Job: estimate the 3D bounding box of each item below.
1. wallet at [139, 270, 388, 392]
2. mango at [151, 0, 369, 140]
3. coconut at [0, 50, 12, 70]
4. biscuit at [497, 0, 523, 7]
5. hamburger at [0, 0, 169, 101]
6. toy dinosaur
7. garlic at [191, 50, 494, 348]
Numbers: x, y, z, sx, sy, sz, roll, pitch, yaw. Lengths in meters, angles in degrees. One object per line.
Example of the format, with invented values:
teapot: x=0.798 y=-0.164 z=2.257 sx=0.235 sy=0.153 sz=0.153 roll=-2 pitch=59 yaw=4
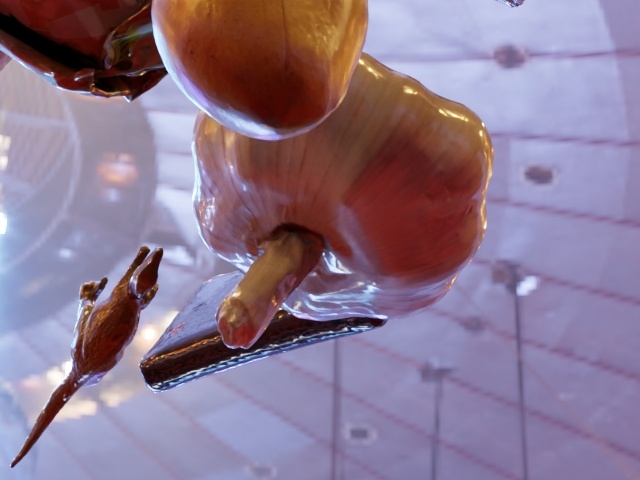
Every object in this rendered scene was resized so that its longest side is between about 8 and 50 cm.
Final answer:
wallet: x=-0.021 y=0.045 z=1.283 sx=0.250 sy=0.149 sz=0.044 roll=-21 pitch=-69 yaw=34
mango: x=-0.015 y=-0.058 z=0.435 sx=0.060 sy=0.089 sz=0.046 roll=5 pitch=-51 yaw=-15
coconut: x=-0.253 y=-0.153 z=1.177 sx=0.083 sy=0.082 sz=0.081 roll=-3 pitch=-14 yaw=25
biscuit: x=0.205 y=-0.347 z=1.608 sx=0.108 sy=0.239 sz=0.062 roll=28 pitch=-7 yaw=11
hamburger: x=-0.111 y=-0.192 z=0.778 sx=0.214 sy=0.125 sz=0.235 roll=25 pitch=-61 yaw=7
toy dinosaur: x=-0.149 y=0.077 z=1.061 sx=0.039 sy=0.162 sz=0.126 roll=29 pitch=-14 yaw=-14
garlic: x=0.000 y=0.000 z=0.992 sx=0.199 sy=0.226 sz=0.199 roll=11 pitch=-50 yaw=14
